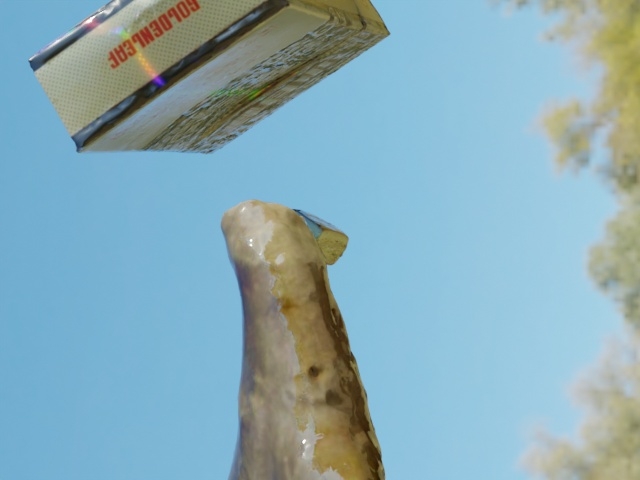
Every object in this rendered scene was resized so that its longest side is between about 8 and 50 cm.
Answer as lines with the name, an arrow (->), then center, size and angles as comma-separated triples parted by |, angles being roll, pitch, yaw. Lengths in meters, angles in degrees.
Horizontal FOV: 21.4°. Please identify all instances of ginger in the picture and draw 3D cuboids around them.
ginger -> -0.010, 0.159, 0.772 | 0.080, 0.166, 0.333 | -4, -60, -27

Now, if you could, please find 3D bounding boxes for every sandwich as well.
sandwich -> 0.000, 0.000, 1.329 | 0.031, 0.044, 0.083 | -61, 18, 7

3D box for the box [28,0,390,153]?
box -> -0.079, -0.154, 1.352 | 0.084, 0.198, 0.310 | 59, -165, 6
